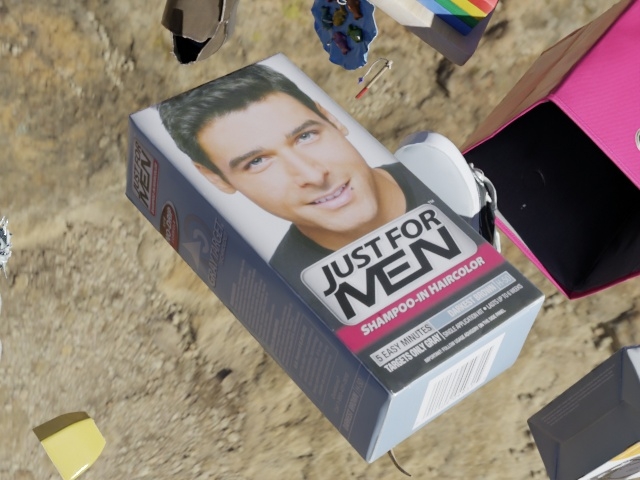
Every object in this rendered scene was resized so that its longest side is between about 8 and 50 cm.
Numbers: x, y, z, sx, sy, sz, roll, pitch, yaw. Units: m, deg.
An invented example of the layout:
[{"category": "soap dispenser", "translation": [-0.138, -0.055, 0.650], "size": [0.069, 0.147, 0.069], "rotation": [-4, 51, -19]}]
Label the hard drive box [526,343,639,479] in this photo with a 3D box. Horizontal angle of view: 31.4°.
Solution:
[{"category": "hard drive box", "translation": [0.366, 0.176, 1.190], "size": [0.232, 0.181, 0.089], "rotation": [-4, 61, -29]}]

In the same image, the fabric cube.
[{"category": "fabric cube", "translation": [0.366, -0.122, 1.433], "size": [0.254, 0.259, 0.258], "rotation": [46, 63, -5]}]

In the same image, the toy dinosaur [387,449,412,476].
[{"category": "toy dinosaur", "translation": [0.087, 0.259, 1.600], "size": [0.053, 0.092, 0.183], "rotation": [-4, 59, -5]}]

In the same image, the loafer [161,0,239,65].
[{"category": "loafer", "translation": [-0.133, -0.256, 1.250], "size": [0.080, 0.220, 0.078], "rotation": [27, 71, 9]}]

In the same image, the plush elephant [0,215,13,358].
[{"category": "plush elephant", "translation": [-0.593, 0.110, 1.612], "size": [0.255, 0.330, 0.272], "rotation": [1, 33, -37]}]

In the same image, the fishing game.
[{"category": "fishing game", "translation": [0.035, -0.393, 2.040], "size": [0.041, 0.189, 0.264], "rotation": [-20, 79, -32]}]

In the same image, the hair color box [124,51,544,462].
[{"category": "hair color box", "translation": [0.000, 0.000, 1.052], "size": [0.185, 0.113, 0.374], "rotation": [-28, 59, -30]}]

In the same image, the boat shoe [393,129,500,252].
[{"category": "boat shoe", "translation": [0.166, -0.040, 1.403], "size": [0.113, 0.306, 0.105], "rotation": [0, 51, 29]}]

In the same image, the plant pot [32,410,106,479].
[{"category": "plant pot", "translation": [-0.374, 0.304, 1.722], "size": [0.083, 0.081, 0.081], "rotation": [-31, 106, -17]}]

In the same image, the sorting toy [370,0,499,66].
[{"category": "sorting toy", "translation": [0.137, -0.390, 1.448], "size": [0.255, 0.089, 0.257], "rotation": [35, 48, -8]}]
